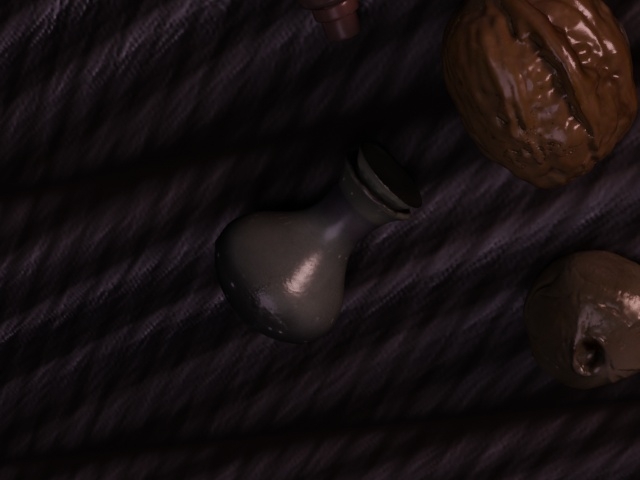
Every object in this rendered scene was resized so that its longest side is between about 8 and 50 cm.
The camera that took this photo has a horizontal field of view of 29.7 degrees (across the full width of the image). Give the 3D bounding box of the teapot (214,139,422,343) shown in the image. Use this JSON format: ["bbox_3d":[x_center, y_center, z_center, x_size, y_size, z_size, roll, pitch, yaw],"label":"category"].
[{"bbox_3d":[0.000,0.000,1.460,0.251,0.183,0.183,-42,101,20],"label":"teapot"}]

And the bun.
[{"bbox_3d":[0.322,0.105,1.440,0.166,0.113,0.173,14,120,10],"label":"bun"}]

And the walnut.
[{"bbox_3d":[0.229,-0.176,1.266,0.198,0.198,0.245,-25,112,28],"label":"walnut"}]

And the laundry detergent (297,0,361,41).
[{"bbox_3d":[0.024,-0.339,1.301,0.171,0.076,0.237,-11,115,23],"label":"laundry detergent"}]
